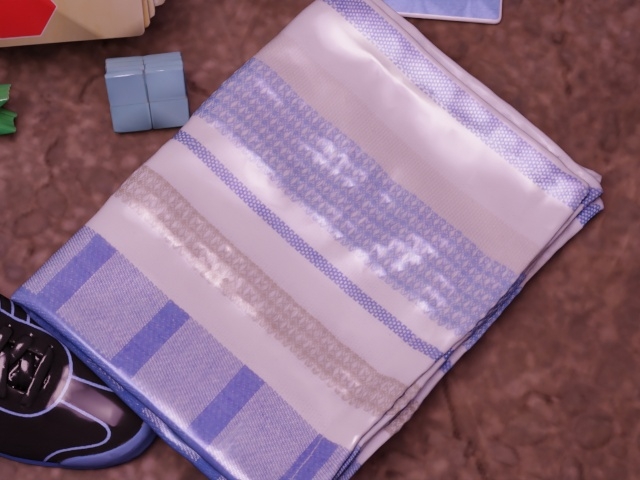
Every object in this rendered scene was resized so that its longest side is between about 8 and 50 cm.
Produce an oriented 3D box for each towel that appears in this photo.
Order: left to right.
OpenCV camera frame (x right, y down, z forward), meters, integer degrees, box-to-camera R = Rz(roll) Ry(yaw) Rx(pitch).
[{"bbox_3d":[0.000,0.000,0.998,0.209,0.034,0.285,41,68,8],"label":"towel"}]

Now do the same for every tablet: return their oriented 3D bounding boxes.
[{"bbox_3d":[0.068,-0.158,1.080,0.083,0.006,0.054,5,75,-1],"label":"tablet"}]

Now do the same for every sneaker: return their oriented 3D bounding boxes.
[{"bbox_3d":[-0.199,0.061,0.974,0.232,0.090,0.081,18,76,4],"label":"sneaker"}]

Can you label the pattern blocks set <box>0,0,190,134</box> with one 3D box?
[{"bbox_3d":[-0.162,-0.179,0.935,0.285,0.325,0.026,1,45,-10],"label":"pattern blocks set"}]
